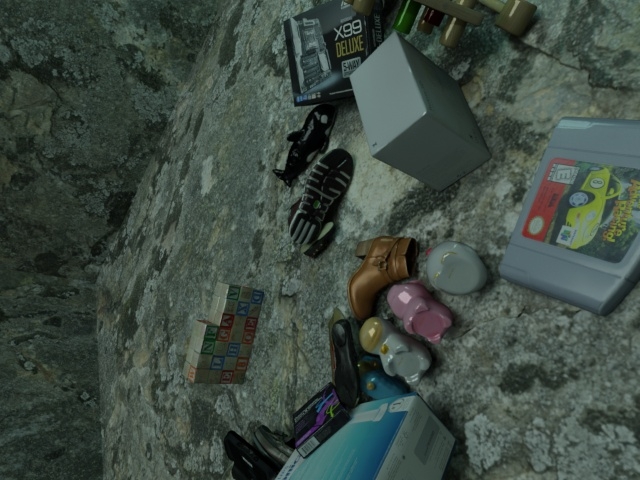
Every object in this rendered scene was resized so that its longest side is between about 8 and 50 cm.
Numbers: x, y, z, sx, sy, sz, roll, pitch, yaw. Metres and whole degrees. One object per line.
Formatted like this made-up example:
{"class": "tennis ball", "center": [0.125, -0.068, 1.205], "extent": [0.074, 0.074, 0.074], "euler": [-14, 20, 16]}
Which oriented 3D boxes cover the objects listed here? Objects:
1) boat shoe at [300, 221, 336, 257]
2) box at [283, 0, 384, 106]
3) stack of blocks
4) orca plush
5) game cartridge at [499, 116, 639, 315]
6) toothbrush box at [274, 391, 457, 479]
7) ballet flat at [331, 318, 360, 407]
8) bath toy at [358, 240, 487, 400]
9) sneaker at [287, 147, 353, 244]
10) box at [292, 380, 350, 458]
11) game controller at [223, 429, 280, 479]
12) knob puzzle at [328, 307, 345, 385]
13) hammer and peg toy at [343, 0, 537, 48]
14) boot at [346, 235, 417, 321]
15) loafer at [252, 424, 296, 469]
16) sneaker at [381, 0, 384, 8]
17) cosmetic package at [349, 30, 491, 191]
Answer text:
{"class": "boat shoe", "center": [0.000, -0.001, 1.193], "extent": [0.133, 0.042, 0.049], "euler": [-44, 22, 32]}
{"class": "box", "center": [0.036, -0.511, 1.197], "extent": [0.307, 0.076, 0.243], "euler": [8, 111, 46]}
{"class": "stack of blocks", "center": [-0.299, 0.284, 1.355], "extent": [0.087, 0.171, 0.298], "euler": [6, 82, 52]}
{"class": "orca plush", "center": [-0.072, -0.304, 1.339], "extent": [0.287, 0.102, 0.151], "euler": [-41, 48, 35]}
{"class": "game cartridge", "center": [0.420, -0.046, 0.679], "extent": [0.196, 0.060, 0.295], "euler": [24, 96, 48]}
{"class": "toothbrush box", "center": [0.065, 0.414, 0.787], "extent": [0.126, 0.216, 0.295], "euler": [52, 134, -5]}
{"class": "ballet flat", "center": [0.056, 0.243, 0.868], "extent": [0.057, 0.049, 0.173], "euler": [-8, 85, 34]}
{"class": "bath toy", "center": [0.184, 0.146, 0.853], "extent": [0.151, 0.129, 0.348], "euler": [31, 109, 6]}
{"class": "sneaker", "center": [-0.022, -0.129, 1.223], "extent": [0.282, 0.106, 0.162], "euler": [-60, 19, -2]}
{"class": "box", "center": [-0.004, 0.360, 0.895], "extent": [0.116, 0.029, 0.162], "euler": [-40, 3, -5]}
{"class": "game controller", "center": [-0.152, 0.592, 1.097], "extent": [0.319, 0.067, 0.167], "euler": [-2, 101, 55]}
{"class": "knob puzzle", "center": [0.052, 0.247, 0.993], "extent": [0.213, 0.029, 0.213], "euler": [180, 90, -81]}
{"class": "hammer and peg toy", "center": [0.223, -0.484, 0.891], "extent": [0.266, 0.360, 0.128], "euler": [-97, 24, -57]}
{"class": "boot", "center": [0.138, 0.083, 0.968], "extent": [0.152, 0.072, 0.197], "euler": [-5, 76, 46]}
{"class": "loafer", "center": [-0.062, 0.522, 1.060], "extent": [0.267, 0.096, 0.084], "euler": [25, 77, 45]}
{"class": "sneaker", "center": [0.193, -0.705, 1.141], "extent": [0.447, 0.169, 0.258], "euler": [9, 93, 60]}
{"class": "cosmetic package", "center": [0.199, -0.253, 0.885], "extent": [0.138, 0.224, 0.224], "euler": [-37, 52, 38]}
